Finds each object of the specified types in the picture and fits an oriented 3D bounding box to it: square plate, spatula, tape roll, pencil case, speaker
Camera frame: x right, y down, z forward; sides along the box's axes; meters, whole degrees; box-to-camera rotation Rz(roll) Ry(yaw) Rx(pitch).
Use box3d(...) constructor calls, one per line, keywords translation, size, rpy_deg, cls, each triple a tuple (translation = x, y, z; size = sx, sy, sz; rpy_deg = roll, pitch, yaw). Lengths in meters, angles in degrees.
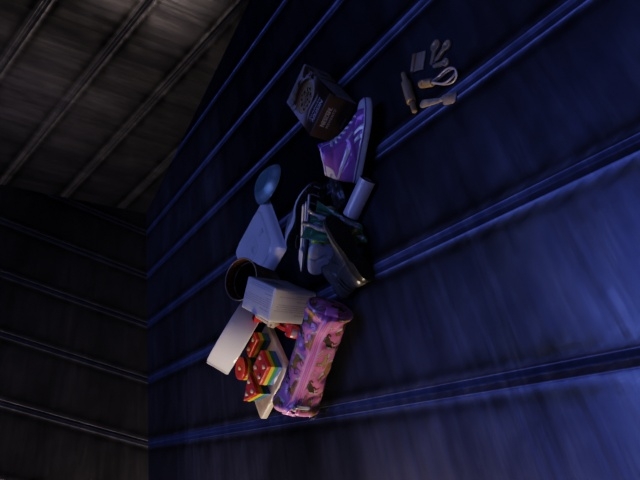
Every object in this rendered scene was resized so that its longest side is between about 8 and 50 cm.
box3d(translation=(-0.271, 0.039, 2.299), size=(0.344, 0.049, 0.347), rpy_deg=(-58, 36, 31), cls="square plate")
box3d(translation=(-0.052, -0.028, 1.866), size=(0.168, 0.019, 0.241), rpy_deg=(-66, -18, -68), cls="spatula")
box3d(translation=(-0.327, 0.372, 2.093), size=(0.286, 0.100, 0.286), rpy_deg=(-59, 2, 4), cls="tape roll")
box3d(translation=(-0.025, 0.364, 1.681), size=(0.167, 0.160, 0.385), rpy_deg=(32, 107, 49), cls="pencil case")
box3d(translation=(0.122, -0.134, 1.709), size=(0.136, 0.055, 0.055), rpy_deg=(-66, 33, 21), cls="speaker")

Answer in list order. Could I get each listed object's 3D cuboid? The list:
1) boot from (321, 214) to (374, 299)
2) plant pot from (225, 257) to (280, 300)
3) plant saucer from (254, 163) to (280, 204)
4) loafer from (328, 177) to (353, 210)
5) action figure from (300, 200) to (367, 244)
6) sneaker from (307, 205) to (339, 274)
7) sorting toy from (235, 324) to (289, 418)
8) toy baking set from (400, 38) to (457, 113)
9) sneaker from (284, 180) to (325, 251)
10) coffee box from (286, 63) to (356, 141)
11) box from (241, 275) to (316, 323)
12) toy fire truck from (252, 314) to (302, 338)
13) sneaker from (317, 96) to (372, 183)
box3d(translation=(0.046, 0.057, 1.663), size=(0.161, 0.084, 0.246), rpy_deg=(-38, 79, 44), cls="boot")
box3d(translation=(-0.252, 0.161, 2.084), size=(0.167, 0.165, 0.166), rpy_deg=(-11, 71, 36), cls="plant pot")
box3d(translation=(-0.241, -0.250, 2.323), size=(0.195, 0.038, 0.194), rpy_deg=(-37, 39, 39), cls="plant saucer")
box3d(translation=(0.055, -0.206, 1.821), size=(0.078, 0.076, 0.223), rpy_deg=(-34, 55, 39), cls="loafer")
box3d(translation=(0.051, -0.038, 1.719), size=(0.232, 0.063, 0.137), rpy_deg=(21, 88, 29), cls="action figure")
box3d(translation=(0.000, 0.000, 1.849), size=(0.126, 0.091, 0.239), rpy_deg=(6, 78, 71), cls="sneaker")
box3d(translation=(-0.234, 0.492, 2.044), size=(0.255, 0.090, 0.257), rpy_deg=(-64, 34, 22), cls="sorting toy")
box3d(translation=(0.308, -0.465, 1.541), size=(0.197, 0.030, 0.256), rpy_deg=(-38, 49, 47), cls="toy baking set")
box3d(translation=(-0.071, -0.098, 1.974), size=(0.271, 0.100, 0.108), rpy_deg=(-65, 25, 19), cls="sneaker")
box3d(translation=(-0.003, -0.505, 1.976), size=(0.168, 0.119, 0.297), rpy_deg=(-61, 35, 25), cls="coffee box")
box3d(translation=(-0.147, 0.210, 1.889), size=(0.181, 0.182, 0.118), rpy_deg=(16, 93, 50), cls="box")
box3d(translation=(-0.153, 0.297, 1.932), size=(0.192, 0.135, 0.047), rpy_deg=(26, 102, 59), cls="toy fire truck")
box3d(translation=(0.077, -0.334, 1.728), size=(0.102, 0.161, 0.281), rpy_deg=(56, -134, -87), cls="sneaker")
